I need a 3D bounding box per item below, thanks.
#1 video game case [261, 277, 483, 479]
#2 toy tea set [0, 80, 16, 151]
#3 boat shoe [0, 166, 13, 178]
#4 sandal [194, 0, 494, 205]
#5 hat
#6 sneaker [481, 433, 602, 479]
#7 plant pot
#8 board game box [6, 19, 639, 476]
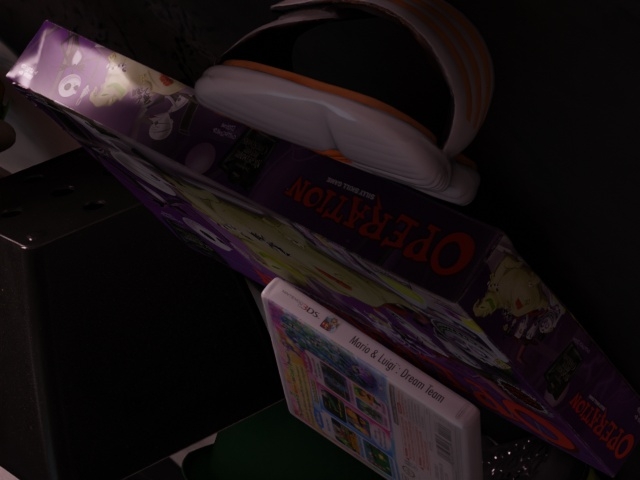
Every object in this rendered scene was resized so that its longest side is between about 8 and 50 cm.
[{"bbox_3d":[0.033,0.099,1.150,0.143,0.019,0.157,33,158,22],"label":"video game case"},{"bbox_3d":[-0.331,-0.120,1.453,0.200,0.124,0.336,10,161,-31],"label":"toy tea set"},{"bbox_3d":[-0.224,-0.006,1.504,0.096,0.088,0.267,-8,166,19],"label":"boat shoe"},{"bbox_3d":[0.023,-0.067,0.814,0.102,0.076,0.265,21,-177,10],"label":"sandal"},{"bbox_3d":[-0.018,0.097,1.489,0.209,0.183,0.173,0,-167,-27],"label":"hat"},{"bbox_3d":[0.127,0.182,1.267,0.097,0.084,0.235,41,165,-11],"label":"sneaker"},{"bbox_3d":[-0.158,0.041,1.339,0.188,0.187,0.167,21,128,50],"label":"plant pot"},{"bbox_3d":[0.000,0.000,1.071,0.347,0.056,0.208,27,172,40],"label":"board game box"}]
